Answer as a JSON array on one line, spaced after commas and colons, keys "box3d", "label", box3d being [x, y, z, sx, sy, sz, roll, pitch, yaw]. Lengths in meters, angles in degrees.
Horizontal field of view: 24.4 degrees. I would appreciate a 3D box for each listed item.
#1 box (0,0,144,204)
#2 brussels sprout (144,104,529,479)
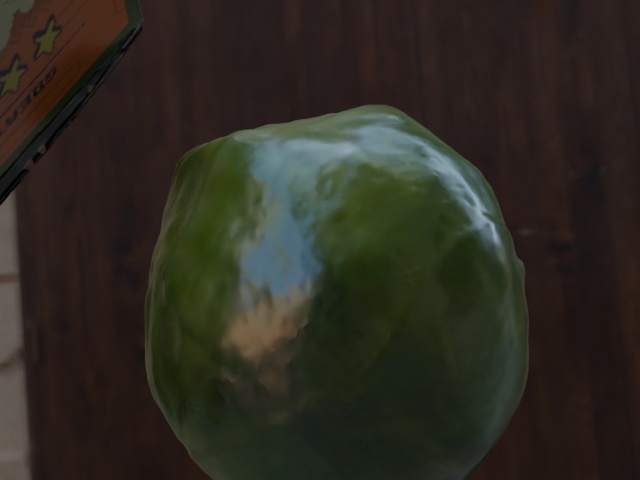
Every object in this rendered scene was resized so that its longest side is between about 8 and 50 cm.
[{"box3d": [-0.212, -0.120, 0.662, 0.195, 0.177, 0.148, 31, -23, 14], "label": "box"}, {"box3d": [0.002, 0.031, 0.593, 0.144, 0.161, 0.181, -18, 16, -20], "label": "brussels sprout"}]
